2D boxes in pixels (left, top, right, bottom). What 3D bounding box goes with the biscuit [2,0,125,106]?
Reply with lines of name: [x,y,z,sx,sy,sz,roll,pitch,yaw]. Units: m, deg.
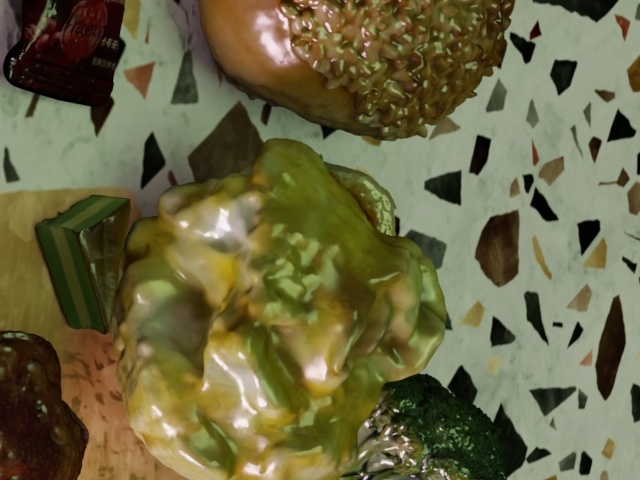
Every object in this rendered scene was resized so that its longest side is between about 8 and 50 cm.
biscuit: [-0.242,-0.253,1.751,0.151,0.063,0.235,5,88,-58]

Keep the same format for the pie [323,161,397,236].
pie: [0.000,0.000,2.019,0.205,0.084,0.179,10,88,-43]

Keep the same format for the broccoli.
broccoli: [0.077,0.285,2.029,0.283,0.304,0.321,-27,92,-15]

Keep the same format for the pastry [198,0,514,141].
pastry: [0.054,-0.291,1.919,0.409,0.245,0.409,-11,105,-45]

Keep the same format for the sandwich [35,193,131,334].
sandwich: [-0.220,0.023,1.801,0.074,0.074,0.116,-33,119,-38]

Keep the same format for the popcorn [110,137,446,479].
popcorn: [-0.054,0.091,1.843,0.334,0.293,0.292,-46,151,6]

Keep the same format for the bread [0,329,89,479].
bread: [-0.320,0.189,1.675,0.246,0.135,0.232,49,61,-38]
